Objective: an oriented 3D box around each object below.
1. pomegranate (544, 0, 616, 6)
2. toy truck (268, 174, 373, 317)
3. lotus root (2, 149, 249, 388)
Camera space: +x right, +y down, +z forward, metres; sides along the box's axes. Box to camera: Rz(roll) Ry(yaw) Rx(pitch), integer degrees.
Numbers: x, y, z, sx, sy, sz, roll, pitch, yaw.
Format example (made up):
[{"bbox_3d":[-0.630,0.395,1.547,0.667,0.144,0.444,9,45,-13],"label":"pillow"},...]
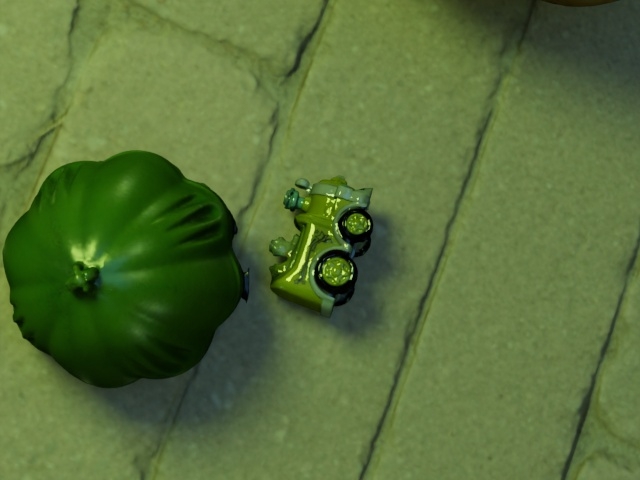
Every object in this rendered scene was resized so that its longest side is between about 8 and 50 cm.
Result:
[{"bbox_3d":[0.186,-0.372,1.216,0.411,0.411,0.411,2,84,-19],"label":"pomegranate"},{"bbox_3d":[0.000,0.000,1.293,0.077,0.076,0.111,18,78,3],"label":"toy truck"},{"bbox_3d":[-0.151,0.023,1.153,0.186,0.186,0.186,2,84,-19],"label":"lotus root"}]
